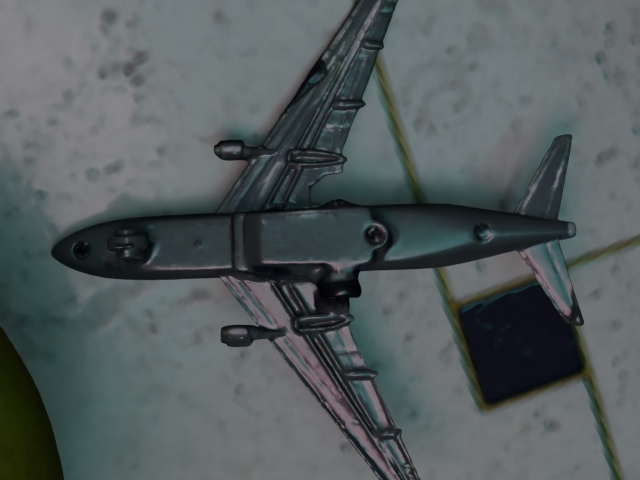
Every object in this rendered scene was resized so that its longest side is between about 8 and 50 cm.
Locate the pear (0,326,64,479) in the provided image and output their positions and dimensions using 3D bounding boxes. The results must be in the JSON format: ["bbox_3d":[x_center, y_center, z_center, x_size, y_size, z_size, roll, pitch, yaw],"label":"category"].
[{"bbox_3d":[-0.262,0.085,0.440,0.375,0.287,0.287,37,94,2],"label":"pear"}]

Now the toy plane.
[{"bbox_3d":[0.002,0.000,0.566,0.226,0.058,0.226,-2,86,-9],"label":"toy plane"}]
